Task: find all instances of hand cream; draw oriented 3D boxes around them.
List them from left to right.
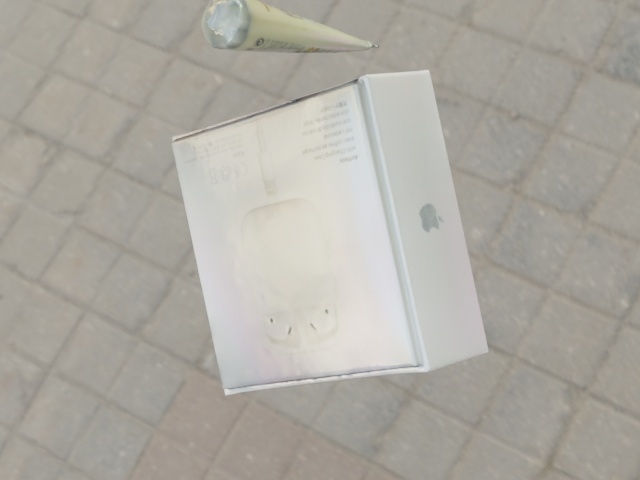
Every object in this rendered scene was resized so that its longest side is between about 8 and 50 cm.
[{"bbox_3d":[-0.024,-0.149,0.990,0.061,0.143,0.039,5,93,39],"label":"hand cream"}]

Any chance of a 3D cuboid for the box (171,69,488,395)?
[{"bbox_3d":[0.000,0.000,0.643,0.130,0.051,0.129,-12,90,44],"label":"box"}]
